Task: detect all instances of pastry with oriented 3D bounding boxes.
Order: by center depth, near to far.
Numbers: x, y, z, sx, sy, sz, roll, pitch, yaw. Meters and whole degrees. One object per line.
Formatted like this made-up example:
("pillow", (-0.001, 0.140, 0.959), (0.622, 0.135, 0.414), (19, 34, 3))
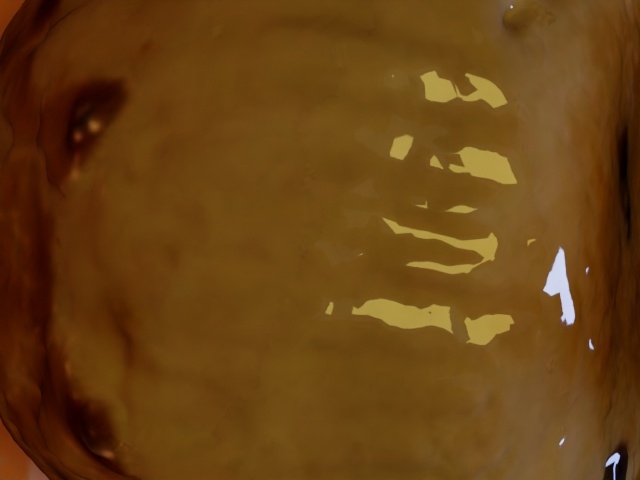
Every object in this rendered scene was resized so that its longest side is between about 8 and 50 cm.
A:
("pastry", (0.000, 0.000, 0.791), (0.388, 0.313, 0.388), (6, 90, -67))
